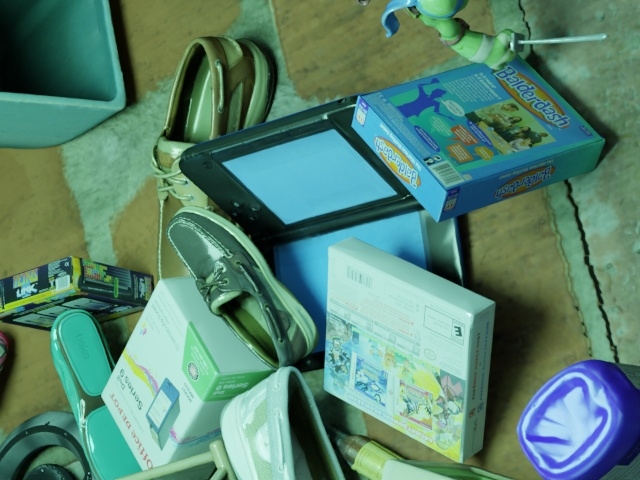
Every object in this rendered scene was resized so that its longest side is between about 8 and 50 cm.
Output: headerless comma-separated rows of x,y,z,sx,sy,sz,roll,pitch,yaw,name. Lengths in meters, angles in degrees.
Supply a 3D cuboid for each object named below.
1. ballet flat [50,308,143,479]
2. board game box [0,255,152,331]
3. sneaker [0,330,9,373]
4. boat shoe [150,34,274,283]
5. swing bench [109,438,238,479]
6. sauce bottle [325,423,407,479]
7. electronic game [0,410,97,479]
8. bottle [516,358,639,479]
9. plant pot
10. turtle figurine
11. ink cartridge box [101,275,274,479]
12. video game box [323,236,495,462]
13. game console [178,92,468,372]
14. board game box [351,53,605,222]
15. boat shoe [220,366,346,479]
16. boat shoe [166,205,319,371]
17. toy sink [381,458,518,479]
-0.277,0.204,2.108,0.087,0.083,0.247,150,100,-75,ballet flat
-0.322,0.071,2.129,0.170,0.141,0.048,-17,70,36,board game box
-0.541,0.176,2.321,0.299,0.121,0.112,0,53,40,sneaker
-0.156,-0.096,2.039,0.123,0.120,0.324,10,88,40,boat shoe
-0.176,0.398,1.925,0.253,0.165,0.254,-20,109,34,swing bench
0.055,0.243,1.864,0.128,0.042,0.042,28,100,41,sauce bottle
-0.353,0.335,2.169,0.229,0.048,0.229,-11,70,32,electronic game
0.295,0.173,1.525,0.118,0.283,0.092,-49,56,22,bottle
-0.440,-0.240,2.223,0.252,0.247,0.247,-34,61,48,plant pot
0.175,-0.294,1.762,0.275,0.197,0.266,-32,24,6,turtle figurine
-0.160,0.167,1.984,0.154,0.093,0.212,57,135,31,ink cartridge box
0.092,0.116,1.800,0.205,0.048,0.187,26,124,37,video game box
0.000,0.000,1.873,0.293,0.250,0.173,-15,47,36,game console
0.163,-0.111,1.734,0.160,0.210,0.047,51,145,33,board game box
-0.004,0.297,1.836,0.103,0.118,0.320,-38,66,35,boat shoe
-0.097,0.055,1.898,0.223,0.073,0.080,47,129,2,boat shoe
0.187,0.304,1.676,0.234,0.153,0.131,13,90,40,toy sink
